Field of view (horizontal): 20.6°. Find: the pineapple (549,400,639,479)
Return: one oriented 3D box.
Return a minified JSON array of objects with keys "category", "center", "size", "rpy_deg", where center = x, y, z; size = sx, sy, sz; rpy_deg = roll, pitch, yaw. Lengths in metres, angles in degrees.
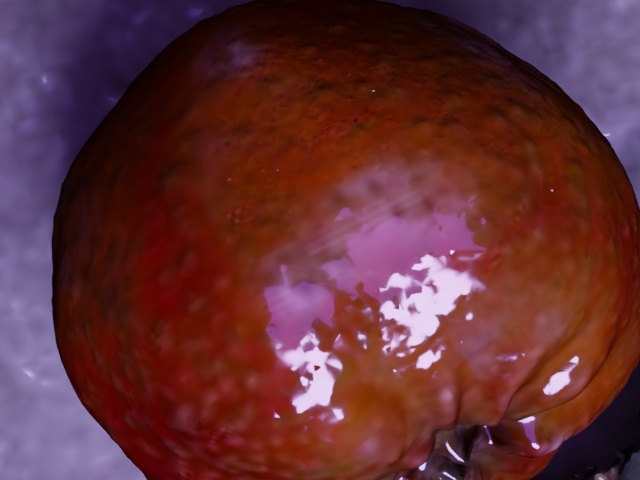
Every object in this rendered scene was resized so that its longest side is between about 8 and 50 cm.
[{"category":"pineapple","center":[0.142,0.072,0.592],"size":[0.130,0.119,0.277],"rpy_deg":[36,89,-18]}]

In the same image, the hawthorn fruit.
[{"category":"hawthorn fruit","center":[0.000,0.000,0.555],"size":[0.179,0.200,0.179],"rpy_deg":[-16,136,-16]}]
